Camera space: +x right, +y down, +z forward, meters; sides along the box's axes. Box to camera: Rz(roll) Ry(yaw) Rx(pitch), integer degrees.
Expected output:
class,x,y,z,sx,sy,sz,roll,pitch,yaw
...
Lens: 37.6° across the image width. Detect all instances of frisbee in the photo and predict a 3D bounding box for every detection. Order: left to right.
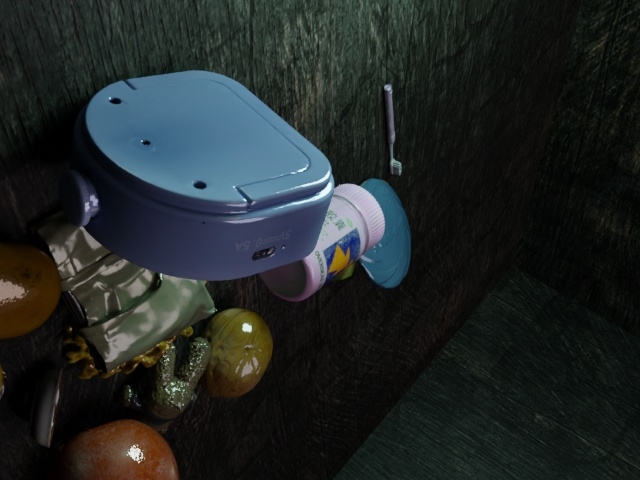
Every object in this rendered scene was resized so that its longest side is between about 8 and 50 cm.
class,x,y,z,sx,sy,sz,roll,pitch,yaw
frisbee,0.170,-0.020,2.417,0.289,0.049,0.290,18,68,-53

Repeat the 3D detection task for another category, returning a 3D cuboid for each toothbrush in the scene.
class,x,y,z,sx,sy,sz,roll,pitch,yaw
toothbrush,0.182,-0.269,2.358,0.024,0.029,0.354,-62,160,-26

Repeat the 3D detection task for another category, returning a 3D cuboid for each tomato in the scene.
class,x,y,z,sx,sy,sz,roll,pitch,yaw
tomato,-0.404,0.491,1.854,0.265,0.264,0.265,-44,153,-29

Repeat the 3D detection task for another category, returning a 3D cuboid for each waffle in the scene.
class,x,y,z,sx,sy,sz,roll,pitch,yaw
waffle,-0.339,0.153,1.744,0.292,0.069,0.260,-17,138,-38

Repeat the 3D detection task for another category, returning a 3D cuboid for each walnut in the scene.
class,x,y,z,sx,sy,sz,roll,pitch,yaw
walnut,-0.195,0.251,2.083,0.207,0.167,0.167,-65,157,-4

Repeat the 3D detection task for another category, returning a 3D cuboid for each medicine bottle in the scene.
class,x,y,z,sx,sy,sz,roll,pitch,yaw
medicine bottle,0.000,0.000,2.145,0.290,0.178,0.178,-34,147,-42

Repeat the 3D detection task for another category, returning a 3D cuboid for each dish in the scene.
class,x,y,z,sx,sy,sz,roll,pitch,yaw
dish,-0.502,0.289,1.650,0.141,0.078,0.141,-172,-90,-78

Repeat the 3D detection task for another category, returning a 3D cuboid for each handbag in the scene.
class,x,y,z,sx,sy,sz,roll,pitch,yaw
handbag,-0.324,0.049,1.568,0.253,0.109,0.316,-37,122,-34

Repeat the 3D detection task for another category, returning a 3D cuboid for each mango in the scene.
class,x,y,z,sx,sy,sz,roll,pitch,yaw
mango,-0.477,0.070,1.366,0.221,0.120,0.152,10,108,-58

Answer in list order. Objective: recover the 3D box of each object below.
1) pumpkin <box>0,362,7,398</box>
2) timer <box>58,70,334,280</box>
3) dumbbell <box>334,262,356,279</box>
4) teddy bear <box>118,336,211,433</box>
class,x,y,z,sx,sy,sz,roll,pitch,yaw
pumpkin,-0.576,0.196,1.307,0.312,0.148,0.169,14,94,-81
timer,-0.206,-0.088,1.401,0.395,0.395,0.173,-31,148,-46
dumbbell,0.095,0.022,2.448,0.108,0.121,0.302,-39,169,34
teddy bear,-0.326,0.318,1.957,0.181,0.129,0.251,14,115,-28
